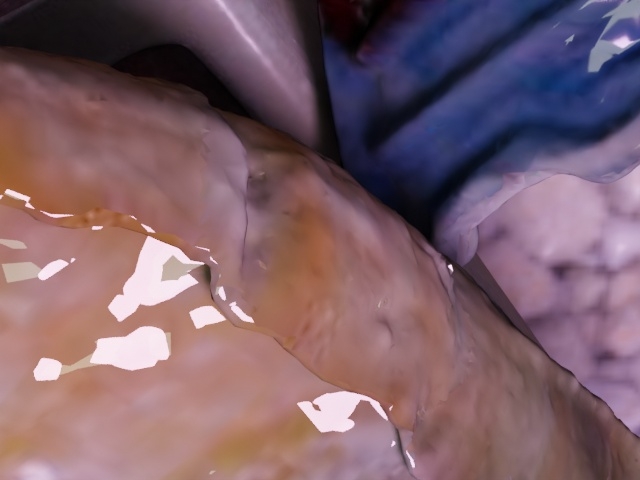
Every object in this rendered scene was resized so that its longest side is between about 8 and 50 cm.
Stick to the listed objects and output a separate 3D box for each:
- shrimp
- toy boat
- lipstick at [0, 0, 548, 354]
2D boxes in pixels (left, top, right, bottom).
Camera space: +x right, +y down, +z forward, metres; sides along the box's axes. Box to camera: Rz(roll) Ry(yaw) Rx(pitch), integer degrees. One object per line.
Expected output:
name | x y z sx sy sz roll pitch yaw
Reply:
shrimp | -0.009 0.101 0.487 0.221 0.110 0.446 -44 132 15
toy boat | 0.136 -0.082 0.482 0.309 0.129 0.142 -35 104 4
lipstick | 0.000 0.000 0.559 0.079 0.077 0.253 -28 124 14
